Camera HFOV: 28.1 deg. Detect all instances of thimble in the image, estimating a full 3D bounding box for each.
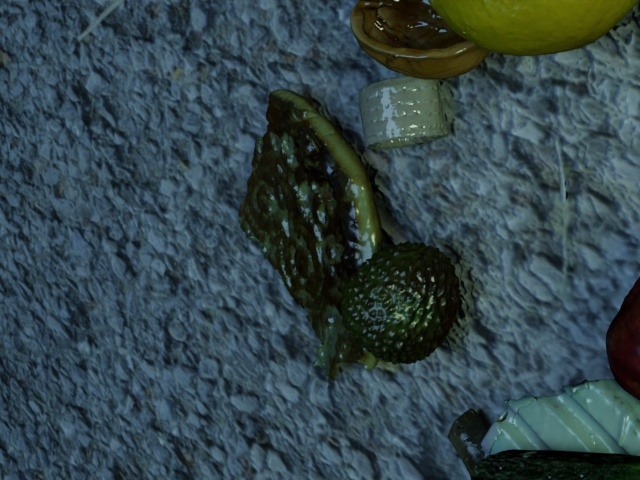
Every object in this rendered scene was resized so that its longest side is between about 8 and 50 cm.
[{"bbox_3d":[0.109,-0.173,1.712,0.115,0.102,0.090,-9,86,18],"label":"thimble"}]

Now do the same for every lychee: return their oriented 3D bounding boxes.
[{"bbox_3d":[0.109,0.078,1.697,0.171,0.171,0.171,7,99,49],"label":"lychee"}]

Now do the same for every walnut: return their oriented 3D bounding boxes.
[{"bbox_3d":[0.137,-0.261,1.651,0.211,0.167,0.087,31,148,37],"label":"walnut"}]

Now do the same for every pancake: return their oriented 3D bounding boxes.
[{"bbox_3d":[0.002,-0.004,1.902,0.426,0.067,0.305,60,142,25],"label":"pancake"}]

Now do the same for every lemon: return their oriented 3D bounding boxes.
[{"bbox_3d":[0.237,-0.321,1.442,0.263,0.236,0.236,49,129,41],"label":"lemon"}]

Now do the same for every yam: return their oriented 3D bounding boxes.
[{"bbox_3d":[0.244,0.327,1.637,0.253,0.061,0.061,55,131,32],"label":"yam"}]

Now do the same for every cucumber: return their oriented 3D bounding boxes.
[{"bbox_3d":[0.269,0.259,1.351,0.241,0.074,0.074,-10,86,49],"label":"cucumber"}]

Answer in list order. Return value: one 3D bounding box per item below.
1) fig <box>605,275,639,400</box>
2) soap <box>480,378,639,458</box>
[{"bbox_3d":[0.433,0.111,1.326,0.250,0.186,0.203,32,106,5],"label":"fig"},{"bbox_3d":[0.379,0.325,1.401,0.446,0.156,0.261,46,127,36],"label":"soap"}]
